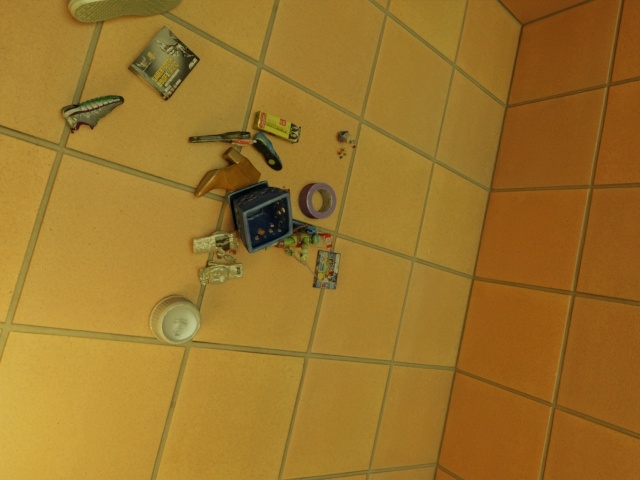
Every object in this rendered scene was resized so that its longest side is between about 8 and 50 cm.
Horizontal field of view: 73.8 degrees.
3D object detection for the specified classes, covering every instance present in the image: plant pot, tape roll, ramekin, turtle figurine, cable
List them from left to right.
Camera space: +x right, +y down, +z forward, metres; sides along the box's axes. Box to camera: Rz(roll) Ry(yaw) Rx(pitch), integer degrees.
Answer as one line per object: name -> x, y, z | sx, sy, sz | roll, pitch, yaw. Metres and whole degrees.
ramekin -> -0.604, 0.340, 1.800 | 0.207, 0.109, 0.206 | -3, 95, -36
cable -> -0.419, -0.435, 1.867 | 0.288, 0.140, 0.072 | -17, 112, -30
plant pot -> -0.279, -0.121, 1.904 | 0.236, 0.212, 0.235 | -26, 136, -26
turtle figurine -> -0.141, 0.059, 2.053 | 0.267, 0.197, 0.274 | 6, 123, -16
tape roll -> -0.015, -0.205, 2.206 | 0.189, 0.080, 0.188 | -3, 95, -37

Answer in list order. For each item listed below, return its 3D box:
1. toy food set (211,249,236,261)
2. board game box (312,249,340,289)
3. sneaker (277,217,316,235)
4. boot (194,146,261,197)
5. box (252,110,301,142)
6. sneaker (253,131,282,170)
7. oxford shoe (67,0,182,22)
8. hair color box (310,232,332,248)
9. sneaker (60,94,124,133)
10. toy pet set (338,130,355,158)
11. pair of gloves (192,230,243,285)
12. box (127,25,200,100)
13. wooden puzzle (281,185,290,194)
toy food set -> -0.435, 0.053, 1.957 | 0.122, 0.019, 0.077 | 16, 84, -35
board game box -> 0.035, 0.160, 2.294 | 0.136, 0.035, 0.201 | 10, 87, -36
sneaker -> -0.132, -0.058, 2.131 | 0.233, 0.081, 0.090 | 18, 99, -28
boot -> -0.403, -0.251, 1.912 | 0.211, 0.104, 0.295 | 46, 70, -33
box -> -0.208, -0.545, 2.056 | 0.233, 0.058, 0.087 | 14, 86, -35
sneaker -> -0.240, -0.428, 2.037 | 0.209, 0.069, 0.082 | 52, 37, -36
oxford shoe -> -0.727, -0.935, 1.605 | 0.450, 0.169, 0.129 | -27, 88, -30
hair color box -> 0.000, 0.000, 2.192 | 0.043, 0.141, 0.071 | -15, 102, -35
sneaker -> -0.845, -0.478, 1.606 | 0.224, 0.083, 0.098 | -27, 129, -27
toy pet set -> 0.127, -0.530, 2.314 | 0.122, 0.065, 0.114 | -41, 150, -23
pair of gloves -> -0.458, 0.077, 1.909 | 0.204, 0.042, 0.239 | -15, 107, -25
box -> -0.633, -0.722, 1.739 | 0.183, 0.056, 0.230 | 41, 70, -31
wooden puzzle -> -0.174, -0.233, 2.134 | 0.050, 0.006, 0.083 | -10, 99, -35
